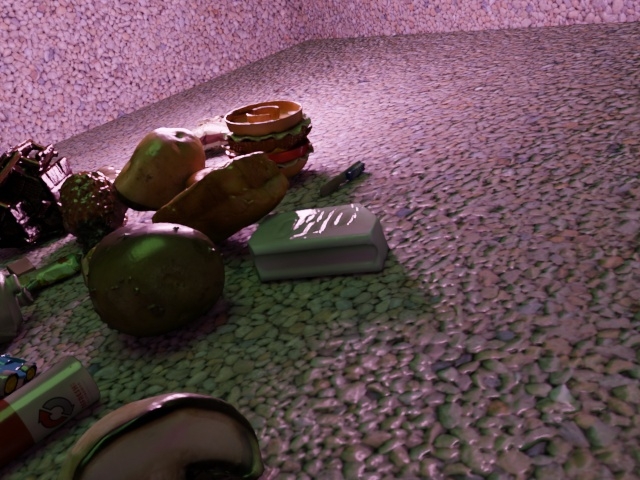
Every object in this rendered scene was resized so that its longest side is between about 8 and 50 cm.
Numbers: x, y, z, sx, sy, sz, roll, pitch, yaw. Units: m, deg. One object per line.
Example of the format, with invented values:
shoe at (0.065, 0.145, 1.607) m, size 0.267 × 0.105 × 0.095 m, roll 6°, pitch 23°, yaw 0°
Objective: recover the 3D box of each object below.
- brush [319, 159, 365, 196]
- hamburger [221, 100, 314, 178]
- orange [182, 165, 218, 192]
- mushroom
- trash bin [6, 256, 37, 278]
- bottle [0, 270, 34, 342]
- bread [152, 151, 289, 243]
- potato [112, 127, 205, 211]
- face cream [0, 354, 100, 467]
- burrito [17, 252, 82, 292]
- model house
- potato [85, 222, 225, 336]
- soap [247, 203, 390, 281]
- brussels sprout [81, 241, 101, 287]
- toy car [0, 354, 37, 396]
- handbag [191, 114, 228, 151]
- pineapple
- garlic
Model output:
brush at (0.063, -0.167, 1.849) m, size 0.030 × 0.033 × 0.178 m, roll 22°, pitch 44°, yaw 34°
hamburger at (-0.151, -0.279, 1.997) m, size 0.275 × 0.212 × 0.274 m, roll -6°, pitch 26°, yaw 3°
orange at (-0.305, -0.130, 1.885) m, size 0.157 × 0.134 × 0.156 m, roll -4°, pitch 47°, yaw 4°
mushroom at (-0.230, 0.297, 0.893) m, size 0.267 × 0.189 × 0.164 m, roll -36°, pitch 17°, yaw -32°
trash bin at (-0.815, 0.088, 1.868) m, size 0.061 × 0.043 × 0.092 m, roll -31°, pitch 32°, yaw -27°
bottle at (-0.823, 0.172, 1.509) m, size 0.352 × 0.229 × 0.229 m, roll -21°, pitch 24°, yaw -27°
bread at (-0.238, -0.080, 1.642) m, size 0.344 × 0.148 × 0.195 m, roll -27°, pitch 0°, yaw 37°
potato at (-0.442, -0.213, 1.957) m, size 0.243 × 0.242 × 0.285 m, roll 7°, pitch 7°, yaw 41°
face cream at (-0.495, 0.297, 1.164) m, size 0.096 × 0.095 × 0.214 m, roll 11°, pitch 37°, yaw 46°
burrito at (-0.748, 0.114, 1.759) m, size 0.288 × 0.054 × 0.104 m, roll -24°, pitch 28°, yaw -18°
model house at (-0.887, -0.116, 2.105) m, size 0.283 × 0.297 × 0.317 m, roll 30°, pitch 24°, yaw -5°
potato at (-0.363, 0.074, 1.411) m, size 0.270 × 0.219 × 0.359 m, roll -22°, pitch 17°, yaw -34°
soap at (0.000, 0.000, 1.466) m, size 0.290 × 0.095 × 0.173 m, roll -6°, pitch 28°, yaw 22°
brussels sprout at (-0.503, 0.055, 1.646) m, size 0.155 × 0.117 × 0.155 m, roll -5°, pitch 24°, yaw 2°
toy car at (-0.638, 0.279, 1.326) m, size 0.126 × 0.098 × 0.161 m, roll 15°, pitch 1°, yaw 6°
handbag at (-0.398, -0.391, 2.491) m, size 0.213 × 0.127 × 0.235 m, roll -15°, pitch 23°, yaw 9°
pineapple at (-0.602, -0.043, 1.811) m, size 0.158 × 0.158 × 0.278 m, roll -19°, pitch 67°, yaw -5°
garlic at (-0.649, -0.103, 2.029) m, size 0.245 × 0.160 × 0.245 m, roll -27°, pitch 41°, yaw 26°
